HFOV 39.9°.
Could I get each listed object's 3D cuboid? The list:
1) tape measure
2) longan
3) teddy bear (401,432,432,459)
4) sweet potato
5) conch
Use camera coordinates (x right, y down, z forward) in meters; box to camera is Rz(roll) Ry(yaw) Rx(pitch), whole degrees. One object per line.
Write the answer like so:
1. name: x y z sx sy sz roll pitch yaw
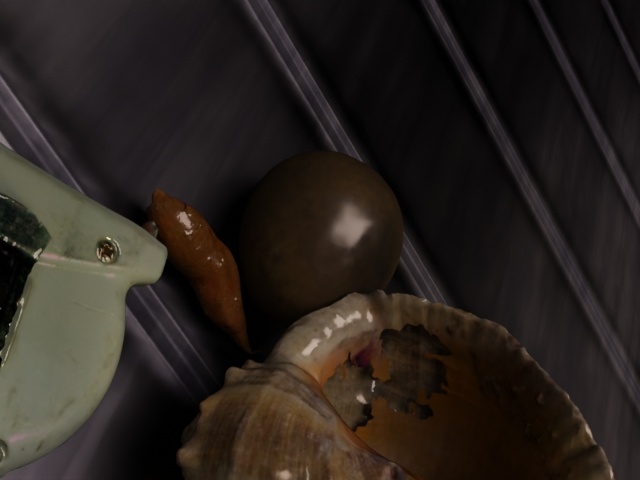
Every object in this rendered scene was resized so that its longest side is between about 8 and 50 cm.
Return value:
1. tape measure: -0.236 0.037 0.589 0.243 0.125 0.246 35 50 -37
2. longan: 0.000 0.000 0.868 0.167 0.167 0.187 46 62 -29
3. teddy bear: 0.074 0.174 0.944 0.213 0.111 0.133 -103 171 -47
4. sweet potato: -0.102 0.033 0.816 0.195 0.056 0.056 62 39 -22
5. conch: 0.055 0.195 0.743 0.352 0.210 0.297 21 55 8
